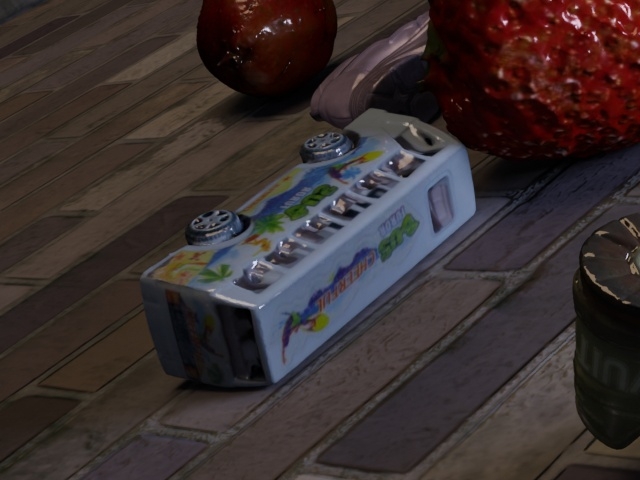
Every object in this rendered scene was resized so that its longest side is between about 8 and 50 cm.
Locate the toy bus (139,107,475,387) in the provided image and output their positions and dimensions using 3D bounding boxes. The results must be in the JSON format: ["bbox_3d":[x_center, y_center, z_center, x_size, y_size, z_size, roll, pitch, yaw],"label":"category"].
[{"bbox_3d":[0.000,0.000,1.427,0.136,0.109,0.329,9,34,38],"label":"toy bus"}]

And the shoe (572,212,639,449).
[{"bbox_3d":[0.272,0.045,0.996,0.292,0.149,0.109,-8,45,-18],"label":"shoe"}]

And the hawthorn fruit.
[{"bbox_3d":[-0.076,-0.245,2.062,0.181,0.181,0.235,-11,27,26],"label":"hawthorn fruit"}]

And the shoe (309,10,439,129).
[{"bbox_3d":[0.097,-0.192,1.845,0.245,0.095,0.137,-41,29,-30],"label":"shoe"}]

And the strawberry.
[{"bbox_3d":[0.227,-0.177,1.487,0.276,0.257,0.257,12,30,15],"label":"strawberry"}]
